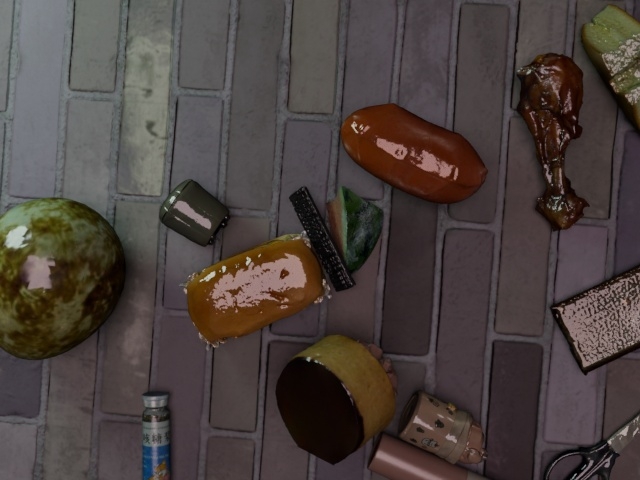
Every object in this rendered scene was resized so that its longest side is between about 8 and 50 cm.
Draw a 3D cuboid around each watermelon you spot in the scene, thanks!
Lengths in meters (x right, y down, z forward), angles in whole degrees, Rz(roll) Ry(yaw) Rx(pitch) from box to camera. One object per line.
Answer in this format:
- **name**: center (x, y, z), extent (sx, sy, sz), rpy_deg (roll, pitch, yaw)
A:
- **watermelon**: center (0.061, -0.013, 1.320), extent (0.101, 0.080, 0.155), rpy_deg (-1, 88, -32)

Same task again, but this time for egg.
- **egg**: center (-0.453, 0.069, 1.252), extent (0.238, 0.238, 0.290), rpy_deg (20, 109, 3)

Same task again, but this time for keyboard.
- **keyboard**: center (0.000, 0.000, 1.316), extent (0.018, 0.060, 0.196), rpy_deg (-26, 88, -32)

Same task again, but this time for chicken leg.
- **chicken leg**: center (0.399, -0.167, 1.287), extent (0.113, 0.093, 0.305), rpy_deg (-3, 98, 20)

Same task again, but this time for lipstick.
- **lipstick**: center (0.210, 0.416, 1.300), extent (0.254, 0.070, 0.070), rpy_deg (23, 91, 3)

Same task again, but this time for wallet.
- **wallet**: center (0.536, 0.122, 1.300), extent (0.243, 0.039, 0.133), rpy_deg (-27, 83, 3)

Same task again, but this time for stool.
- **stool**: center (-0.219, -0.046, 1.309), extent (0.110, 0.096, 0.096), rpy_deg (35, 92, -2)

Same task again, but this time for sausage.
- **sausage**: center (0.155, -0.144, 1.270), extent (0.258, 0.133, 0.133), rpy_deg (26, 92, 0)

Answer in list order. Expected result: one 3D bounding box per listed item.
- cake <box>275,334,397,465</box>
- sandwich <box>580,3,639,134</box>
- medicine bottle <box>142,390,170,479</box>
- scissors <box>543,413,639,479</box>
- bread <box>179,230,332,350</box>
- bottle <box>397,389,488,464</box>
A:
- **cake**: center (0.046, 0.251, 1.273), extent (0.185, 0.178, 0.208), rpy_deg (44, 127, 21)
- **sandwich**: center (0.531, -0.287, 1.271), extent (0.090, 0.088, 0.245), rpy_deg (-30, 89, 6)
- **medicine bottle**: center (-0.293, 0.368, 1.335), extent (0.051, 0.051, 0.191), rpy_deg (-2, 90, 3)
- **scissors**: center (0.520, 0.352, 1.309), extent (0.300, 0.022, 0.109), rpy_deg (-44, 92, 1)
- **bread**: center (-0.112, 0.082, 1.298), extent (0.241, 0.107, 0.136), rpy_deg (-22, 92, 3)
- **bottle**: center (0.218, 0.328, 1.289), extent (0.152, 0.099, 0.099), rpy_deg (25, 92, -1)
